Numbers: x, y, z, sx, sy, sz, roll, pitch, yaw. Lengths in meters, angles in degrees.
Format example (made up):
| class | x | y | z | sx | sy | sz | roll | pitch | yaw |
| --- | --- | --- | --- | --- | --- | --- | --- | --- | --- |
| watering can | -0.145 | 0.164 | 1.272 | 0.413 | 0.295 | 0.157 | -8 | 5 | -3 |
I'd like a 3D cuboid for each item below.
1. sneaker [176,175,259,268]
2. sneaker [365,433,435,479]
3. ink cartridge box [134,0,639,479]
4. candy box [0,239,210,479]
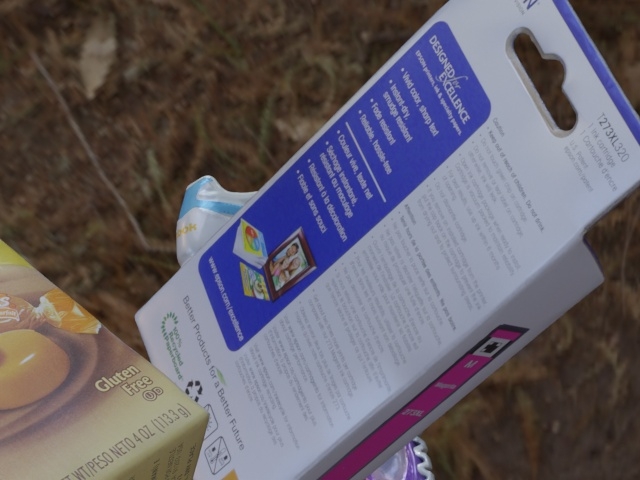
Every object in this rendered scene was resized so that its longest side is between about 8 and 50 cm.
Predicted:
| class | x | y | z | sx | sy | sz | roll | pitch | yaw |
| --- | --- | --- | --- | --- | --- | --- | --- | --- | --- |
| sneaker | 0.000 | 0.000 | 1.284 | 0.229 | 0.087 | 0.092 | 5 | 70 | -21 |
| sneaker | 0.045 | 0.195 | 1.517 | 0.104 | 0.095 | 0.236 | 0 | 56 | -12 |
| ink cartridge box | 0.040 | 0.010 | 0.952 | 0.371 | 0.069 | 0.176 | -45 | 53 | 31 |
| candy box | -0.223 | 0.120 | 0.713 | 0.183 | 0.087 | 0.316 | 36 | 44 | 23 |
